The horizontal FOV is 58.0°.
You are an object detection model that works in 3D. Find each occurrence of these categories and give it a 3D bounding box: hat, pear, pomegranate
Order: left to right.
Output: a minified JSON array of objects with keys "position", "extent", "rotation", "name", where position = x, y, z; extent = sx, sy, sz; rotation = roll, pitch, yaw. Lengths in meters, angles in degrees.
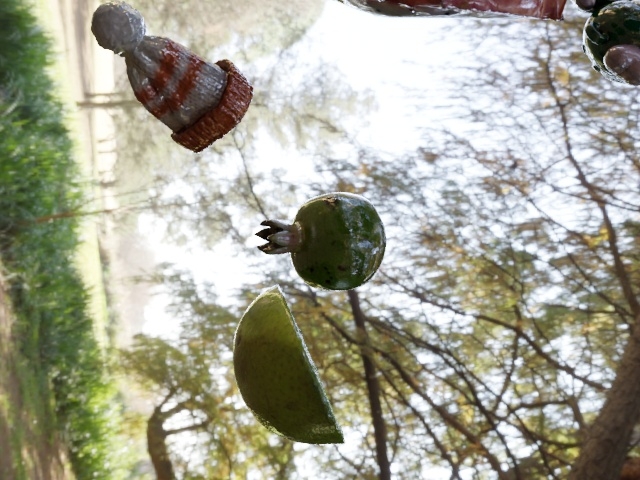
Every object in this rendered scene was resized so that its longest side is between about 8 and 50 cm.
[{"position":[-0.157,-0.170,0.584],"extent":[0.112,0.162,0.093],"rotation":[-26,-132,35],"name":"hat"},{"position":[-0.055,0.232,0.919],"extent":[0.287,0.139,0.239],"rotation":[68,-14,-6],"name":"pear"},{"position":[0.001,0.001,0.998],"extent":[0.187,0.225,0.186],"rotation":[-175,-90,-65],"name":"pomegranate"}]

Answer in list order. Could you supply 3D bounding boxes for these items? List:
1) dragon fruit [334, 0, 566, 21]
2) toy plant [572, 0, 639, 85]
[{"position":[0.122,-0.314,0.546],"extent":[0.290,0.291,0.189],"rotation":[-126,-145,-54],"name":"dragon fruit"},{"position":[0.484,-0.305,0.888],"extent":[0.112,0.244,0.232],"rotation":[-50,-149,47],"name":"toy plant"}]
